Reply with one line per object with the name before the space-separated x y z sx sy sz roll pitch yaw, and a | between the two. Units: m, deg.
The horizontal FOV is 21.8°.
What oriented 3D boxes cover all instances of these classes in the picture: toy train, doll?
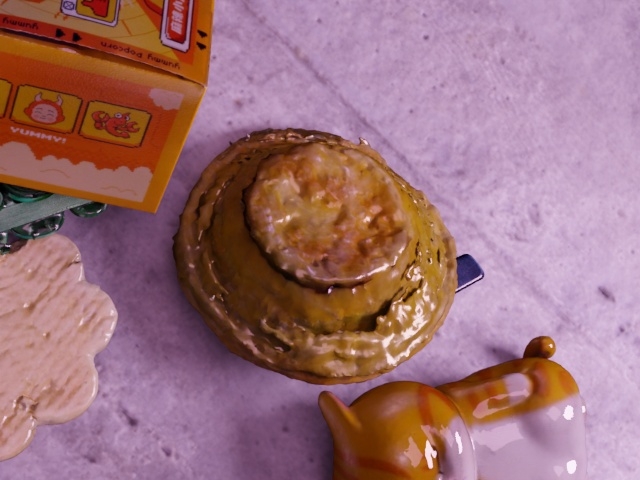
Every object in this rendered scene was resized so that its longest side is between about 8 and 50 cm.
toy train | -0.286 -0.053 1.598 0.178 0.071 0.104 -21 48 -24
doll | 0.142 0.201 1.632 0.270 0.162 0.166 -9 102 -23

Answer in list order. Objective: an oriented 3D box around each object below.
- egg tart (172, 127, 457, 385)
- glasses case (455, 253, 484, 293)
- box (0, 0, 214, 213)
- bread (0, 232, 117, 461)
egg tart | 0.000 0.000 1.623 0.294 0.123 0.294 4 62 -8
glasses case | 0.130 0.043 1.731 0.083 0.023 0.033 -27 82 -21
box | -0.239 -0.216 1.534 0.260 0.214 0.283 11 53 -13
bread | -0.311 0.113 1.580 0.251 0.039 0.181 -34 90 -20
